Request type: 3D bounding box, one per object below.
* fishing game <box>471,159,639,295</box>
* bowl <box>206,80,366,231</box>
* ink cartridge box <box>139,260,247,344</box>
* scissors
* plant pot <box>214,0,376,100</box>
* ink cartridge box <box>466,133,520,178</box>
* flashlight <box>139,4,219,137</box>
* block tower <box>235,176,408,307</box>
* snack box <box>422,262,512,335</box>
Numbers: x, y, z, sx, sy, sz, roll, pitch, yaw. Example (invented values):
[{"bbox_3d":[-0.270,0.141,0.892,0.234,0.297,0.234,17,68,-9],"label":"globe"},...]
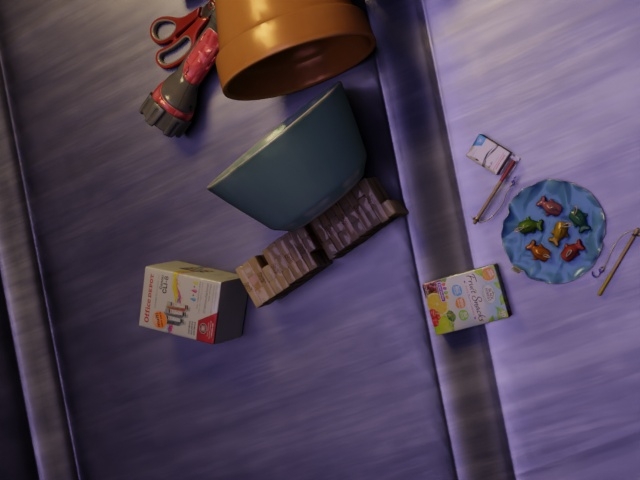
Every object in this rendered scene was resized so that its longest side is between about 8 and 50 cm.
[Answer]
[{"bbox_3d":[0.405,-0.015,1.712,0.264,0.041,0.189,35,104,13],"label":"fishing game"},{"bbox_3d":[-0.038,-0.132,1.780,0.311,0.311,0.163,-35,100,20],"label":"bowl"},{"bbox_3d":[-0.253,0.121,1.948,0.176,0.127,0.128,10,98,22],"label":"ink cartridge box"},{"bbox_3d":[-0.224,-0.453,1.963,0.297,0.021,0.109,-27,81,21],"label":"scissors"},{"bbox_3d":[-0.067,-0.400,1.755,0.291,0.291,0.203,-21,83,22],"label":"plant pot"},{"bbox_3d":[0.311,-0.150,1.753,0.083,0.028,0.048,34,105,17],"label":"ink cartridge box"},{"bbox_3d":[-0.238,-0.348,1.927,0.103,0.103,0.304,44,108,15],"label":"flashlight"},{"bbox_3d":[0.000,0.000,1.857,0.335,0.091,0.097,-33,81,20],"label":"block tower"},{"bbox_3d":[0.267,0.108,1.782,0.141,0.037,0.100,-17,88,22],"label":"snack box"}]
